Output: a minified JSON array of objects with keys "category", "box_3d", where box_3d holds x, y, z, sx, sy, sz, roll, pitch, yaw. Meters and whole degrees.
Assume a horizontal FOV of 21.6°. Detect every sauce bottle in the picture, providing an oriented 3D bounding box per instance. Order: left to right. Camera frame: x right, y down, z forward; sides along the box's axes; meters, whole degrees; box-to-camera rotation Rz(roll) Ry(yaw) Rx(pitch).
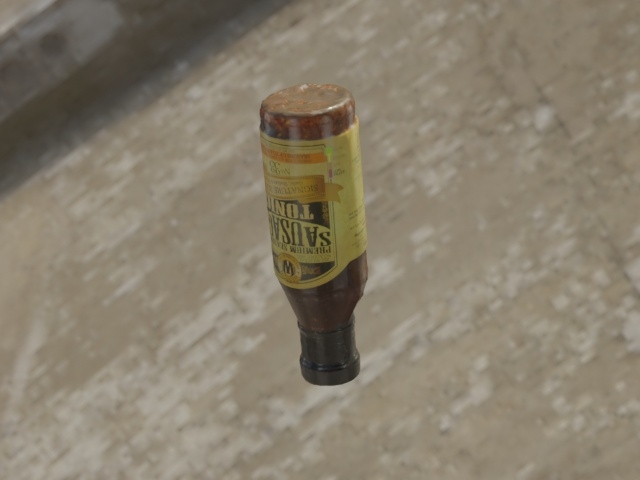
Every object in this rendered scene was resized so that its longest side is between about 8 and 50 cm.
[{"category":"sauce bottle","box_3d":[0.000,0.000,0.697,0.042,0.128,0.042,-6,23,2]}]
